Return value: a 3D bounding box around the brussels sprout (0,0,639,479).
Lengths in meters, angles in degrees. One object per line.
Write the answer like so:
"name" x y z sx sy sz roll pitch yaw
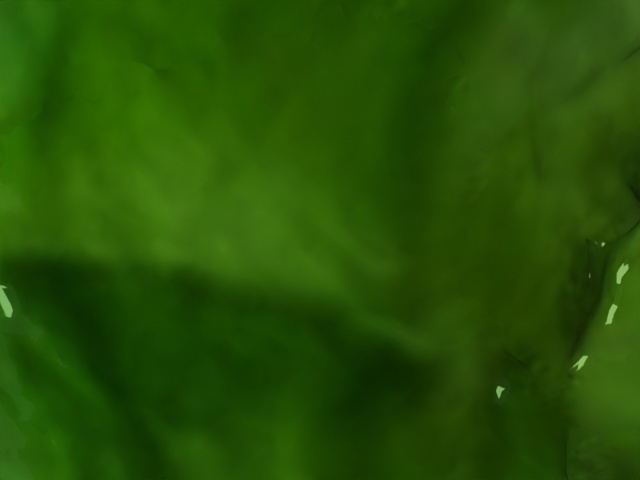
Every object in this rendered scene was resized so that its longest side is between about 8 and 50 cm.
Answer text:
"brussels sprout" 0.000 0.000 0.643 0.371 0.315 0.276 61 -154 -24
